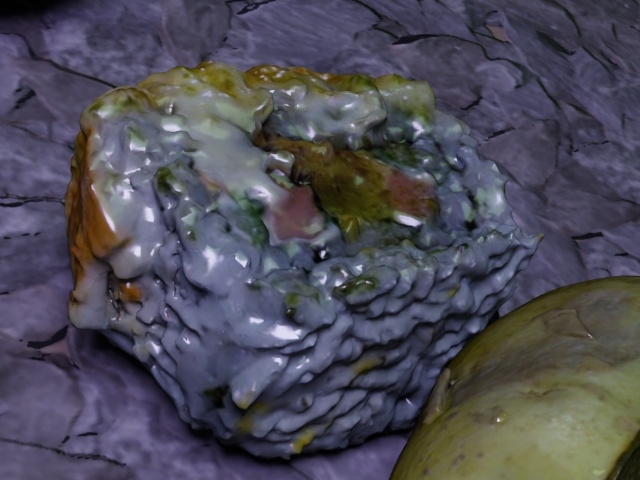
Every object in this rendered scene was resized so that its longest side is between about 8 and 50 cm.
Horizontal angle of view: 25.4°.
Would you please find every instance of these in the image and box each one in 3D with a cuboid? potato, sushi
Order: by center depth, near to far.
[{"bbox_3d":[0.102,0.093,0.666,0.111,0.160,0.271,29,37,22],"label":"potato"},{"bbox_3d":[0.000,0.000,0.723,0.274,0.139,0.184,-10,52,-35],"label":"sushi"}]
